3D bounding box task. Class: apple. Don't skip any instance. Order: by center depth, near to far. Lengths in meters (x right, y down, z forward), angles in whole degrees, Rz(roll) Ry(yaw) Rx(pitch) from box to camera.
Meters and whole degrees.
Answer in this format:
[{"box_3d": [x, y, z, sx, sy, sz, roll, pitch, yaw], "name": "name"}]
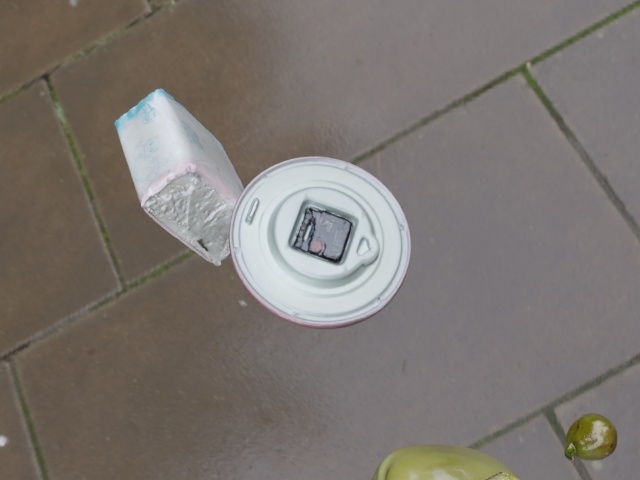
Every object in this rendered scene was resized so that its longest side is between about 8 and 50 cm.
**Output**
[{"box_3d": [0.179, 0.423, 1.275, 0.262, 0.262, 0.263, -6, 67, 14], "name": "apple"}]

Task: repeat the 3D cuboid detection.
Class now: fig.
[{"box_3d": [0.434, 0.328, 1.434, 0.098, 0.082, 0.084, -18, 19, -10], "name": "fig"}]

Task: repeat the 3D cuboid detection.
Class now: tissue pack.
[{"box_3d": [-0.222, -0.108, 1.445, 0.124, 0.201, 0.271, -40, 41, 10], "name": "tissue pack"}]

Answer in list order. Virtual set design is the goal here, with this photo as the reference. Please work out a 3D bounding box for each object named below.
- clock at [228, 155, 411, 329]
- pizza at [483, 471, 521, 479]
[{"box_3d": [0.000, -0.001, 1.146, 0.244, 0.056, 0.245, 5, 65, -10], "name": "clock"}, {"box_3d": [0.222, 0.336, 1.060, 0.099, 0.036, 0.160, 49, 127, -5], "name": "pizza"}]
